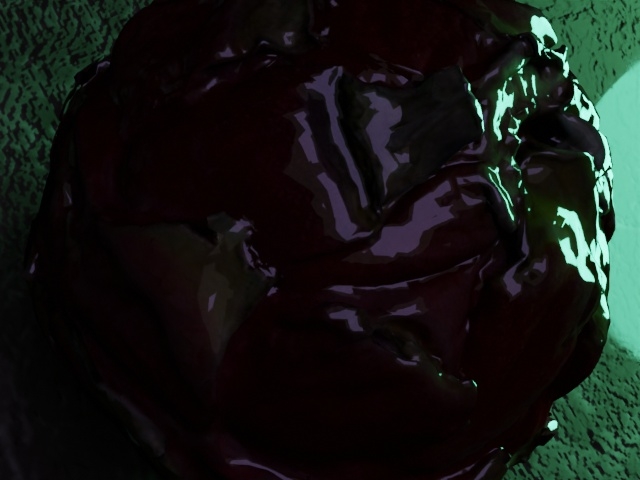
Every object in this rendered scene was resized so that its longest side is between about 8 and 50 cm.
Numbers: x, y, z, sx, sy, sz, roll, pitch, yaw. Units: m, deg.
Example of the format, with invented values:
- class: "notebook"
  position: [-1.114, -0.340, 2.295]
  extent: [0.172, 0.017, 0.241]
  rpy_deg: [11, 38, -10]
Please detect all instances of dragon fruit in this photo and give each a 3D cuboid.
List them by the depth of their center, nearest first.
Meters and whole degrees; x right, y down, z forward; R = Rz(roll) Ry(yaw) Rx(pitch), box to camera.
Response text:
- class: "dragon fruit"
  position: [0.002, 0.002, 0.636]
  extent: [0.329, 0.329, 0.329]
  rpy_deg: [10, 65, -23]
